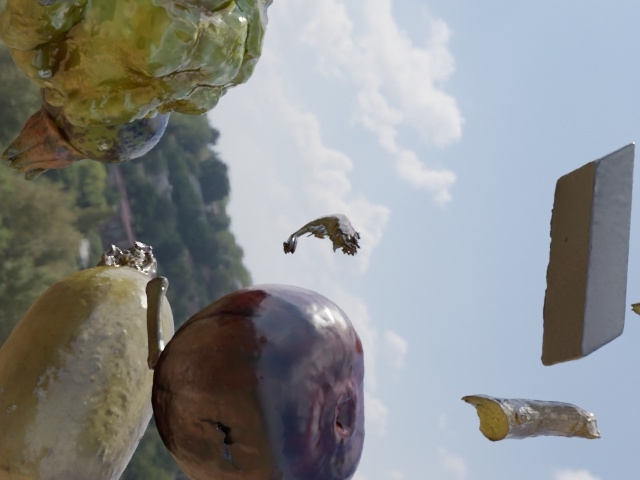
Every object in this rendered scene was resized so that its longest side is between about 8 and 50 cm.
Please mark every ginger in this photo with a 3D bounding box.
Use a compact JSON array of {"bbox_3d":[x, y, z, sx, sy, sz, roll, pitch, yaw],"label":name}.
[{"bbox_3d":[0.195,0.169,0.922,0.057,0.137,0.044,127,-35,-55],"label":"ginger"}]

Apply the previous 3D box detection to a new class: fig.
[{"bbox_3d":[-0.084,0.138,0.870,0.186,0.249,0.204,-40,128,-57],"label":"fig"}]

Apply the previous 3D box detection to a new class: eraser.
[{"bbox_3d":[0.402,0.019,1.462,0.111,0.077,0.352,147,-45,-65],"label":"eraser"}]

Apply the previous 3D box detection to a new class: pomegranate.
[{"bbox_3d":[-0.343,-0.190,1.491,0.276,0.204,0.222,-64,-167,9],"label":"pomegranate"}]

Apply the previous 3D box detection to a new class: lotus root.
[{"bbox_3d":[-0.248,0.133,1.022,0.151,0.169,0.343,87,20,-56],"label":"lotus root"}]

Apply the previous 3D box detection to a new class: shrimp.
[{"bbox_3d":[0.000,-0.001,1.597,0.178,0.124,0.034,-119,-170,-64],"label":"shrimp"}]

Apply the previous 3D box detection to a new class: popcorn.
[{"bbox_3d":[-0.193,-0.248,1.042,0.274,0.279,0.335,-66,-156,7],"label":"popcorn"}]

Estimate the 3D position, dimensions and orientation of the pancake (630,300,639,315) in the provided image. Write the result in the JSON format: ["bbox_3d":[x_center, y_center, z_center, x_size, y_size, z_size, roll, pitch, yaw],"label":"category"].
[{"bbox_3d":[0.676,-0.004,1.560,0.067,0.427,0.305,49,-24,-19],"label":"pancake"}]
